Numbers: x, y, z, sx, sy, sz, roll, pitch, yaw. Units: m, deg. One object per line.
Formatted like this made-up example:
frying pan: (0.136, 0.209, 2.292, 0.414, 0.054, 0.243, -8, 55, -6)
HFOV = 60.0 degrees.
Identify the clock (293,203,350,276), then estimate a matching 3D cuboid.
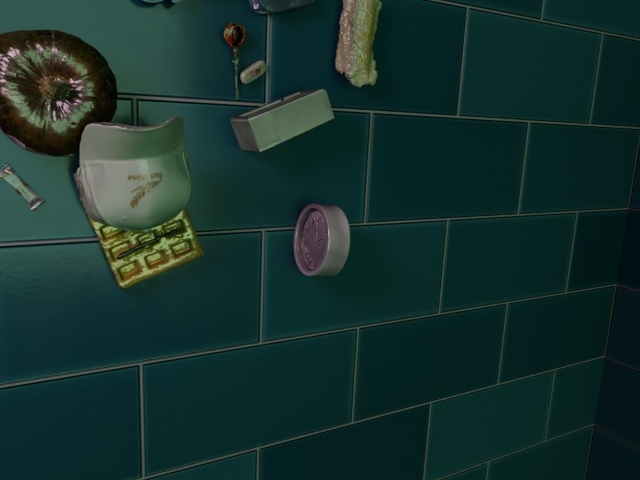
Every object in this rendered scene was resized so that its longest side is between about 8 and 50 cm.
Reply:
clock: (0.000, 0.000, 1.502, 0.068, 0.197, 0.196, 4, 100, -31)

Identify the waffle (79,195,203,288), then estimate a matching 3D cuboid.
waffle: (-0.422, -0.031, 1.335, 0.221, 0.055, 0.247, -25, 113, -22)

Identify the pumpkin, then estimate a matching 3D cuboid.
pumpkin: (-0.542, -0.305, 1.123, 0.261, 0.189, 0.260, -8, 105, -30)

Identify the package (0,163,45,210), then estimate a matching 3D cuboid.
package: (-0.652, -0.115, 1.206, 0.037, 0.015, 0.110, -47, 121, -19)

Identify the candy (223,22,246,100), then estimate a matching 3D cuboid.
candy: (-0.209, -0.442, 1.376, 0.056, 0.049, 0.184, -7, 114, -21)

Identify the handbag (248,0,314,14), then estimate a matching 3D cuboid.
handbag: (-0.109, -0.684, 1.358, 0.179, 0.062, 0.229, -23, 112, -24)

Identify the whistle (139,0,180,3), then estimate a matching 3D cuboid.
whistle: (-0.333, -0.618, 1.231, 0.274, 0.093, 0.186, 1, 101, -27)

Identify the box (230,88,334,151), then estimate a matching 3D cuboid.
box: (-0.097, -0.310, 1.413, 0.225, 0.129, 0.086, -28, 113, -22)

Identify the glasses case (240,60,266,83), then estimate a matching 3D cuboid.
glasses case: (-0.170, -0.425, 1.400, 0.083, 0.021, 0.032, -44, 140, -29)

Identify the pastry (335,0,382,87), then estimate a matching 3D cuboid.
pastry: (0.105, -0.545, 1.498, 0.122, 0.089, 0.258, -4, 104, -33)

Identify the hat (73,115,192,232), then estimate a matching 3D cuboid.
hat: (-0.370, -0.140, 1.172, 0.258, 0.301, 0.167, -15, 73, -26)

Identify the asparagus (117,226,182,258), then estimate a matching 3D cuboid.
asparagus: (-0.403, 0.004, 1.314, 0.166, 0.016, 0.013, -28, 73, -21)
